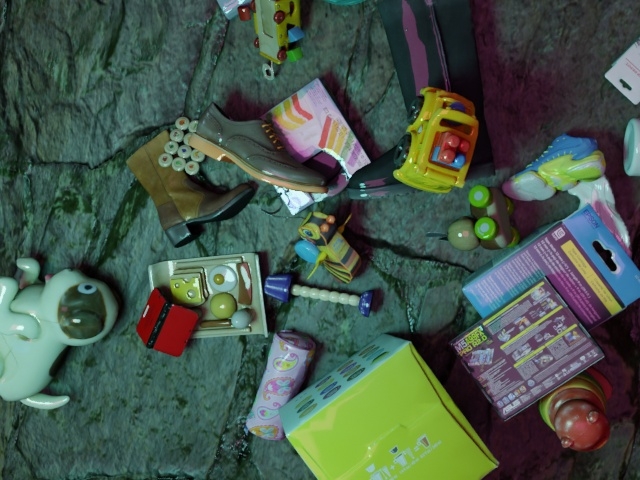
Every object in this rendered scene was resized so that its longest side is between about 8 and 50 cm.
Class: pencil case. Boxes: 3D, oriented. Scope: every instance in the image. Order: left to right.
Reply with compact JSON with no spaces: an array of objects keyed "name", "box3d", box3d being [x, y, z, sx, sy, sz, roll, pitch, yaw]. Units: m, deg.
[{"name":"pencil case","box3d":[-0.107,0.375,1.885,0.124,0.124,0.284,21,103,8]}]

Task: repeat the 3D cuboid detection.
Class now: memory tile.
[{"name":"memory tile","box3d":[-0.339,-0.243,1.860,0.113,0.012,0.148,18,73,10]}]

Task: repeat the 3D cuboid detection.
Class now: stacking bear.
[{"name":"stacking bear","box3d":[0.581,0.385,1.661,0.175,0.289,0.164,-44,88,14]}]

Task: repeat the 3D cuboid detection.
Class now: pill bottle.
[{"name":"pill bottle","box3d":[0.802,-0.205,1.611,0.229,0.131,0.131,3,99,11]}]

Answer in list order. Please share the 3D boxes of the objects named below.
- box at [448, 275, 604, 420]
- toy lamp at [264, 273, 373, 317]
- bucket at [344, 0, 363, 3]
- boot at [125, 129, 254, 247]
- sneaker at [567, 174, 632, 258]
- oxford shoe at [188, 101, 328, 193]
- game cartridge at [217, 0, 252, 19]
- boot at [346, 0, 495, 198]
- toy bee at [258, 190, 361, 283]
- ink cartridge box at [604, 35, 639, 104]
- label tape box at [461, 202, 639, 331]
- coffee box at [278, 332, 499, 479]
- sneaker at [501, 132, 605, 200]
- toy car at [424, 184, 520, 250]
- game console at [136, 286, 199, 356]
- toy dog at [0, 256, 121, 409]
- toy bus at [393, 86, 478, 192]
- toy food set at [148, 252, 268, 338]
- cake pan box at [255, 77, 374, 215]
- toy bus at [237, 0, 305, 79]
[{"name":"box","box3d":[0.462,0.243,1.645,0.270,0.060,0.216,-39,75,14]},{"name":"toy lamp","box3d":[-0.006,0.137,1.853,0.275,0.080,0.080,12,100,8]},{"name":"bucket","box3d":[0.044,-0.676,1.667,0.281,0.183,0.281,1,98,11]},{"name":"boot","box3d":[-0.336,-0.161,1.888,0.264,0.096,0.280,-32,79,15]},{"name":"sneaker","box3d":[0.646,-0.041,1.699,0.115,0.090,0.232,-22,85,20]},{"name":"oxford shoe","box3d":[-0.135,-0.216,1.734,0.364,0.130,0.132,25,97,7]},{"name":"game cartridge","box3d":[-0.213,-0.719,1.780,0.196,0.060,0.294,-28,92,10]},{"name":"boot","box3d":[0.201,-0.339,1.678,0.367,0.146,0.445,-13,100,-11]},{"name":"toy bee","box3d":[0.000,0.000,1.738,0.298,0.162,0.195,22,74,-28]},{"name":"ink cartridge box","box3d":[0.733,-0.402,1.632,0.104,0.060,0.180,44,103,2]},{"name":"label tape box","box3d":[0.547,0.105,1.719,0.348,0.115,0.249,-37,90,13]},{"name":"coffee box","box3d":[0.141,0.453,1.691,0.338,0.334,0.338,-36,90,-7]},{"name":"sneaker","box3d":[0.543,-0.174,1.703,0.240,0.091,0.126,-13,51,32]},{"name":"toy car","box3d":[0.348,-0.036,1.723,0.188,0.155,0.148,-18,71,33]},{"name":"game console","box3d":[-0.402,0.213,1.907,0.124,0.085,0.144,42,112,42]},{"name":"toy dog","box3d":[-0.726,0.234,1.909,0.408,0.284,0.395,-32,91,12]},{"name":"toy bus","box3d":[0.262,-0.217,1.530,0.150,0.211,0.220,17,89,-9]},{"name":"toy food set","box3d":[-0.292,0.156,1.902,0.306,0.092,0.219,-5,97,12]},{"name":"cake pan box","box3d":[-0.030,-0.226,1.808,0.246,0.070,0.266,-30,92,16]},{"name":"toy bus","box3d":[-0.095,-0.516,1.753,0.104,0.202,0.191,-35,99,-28]}]
